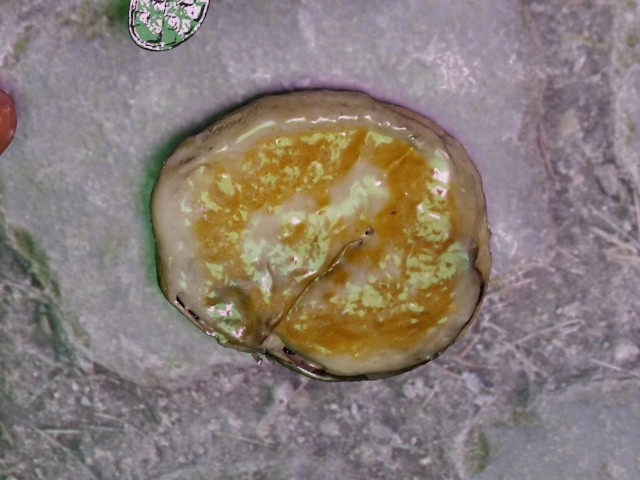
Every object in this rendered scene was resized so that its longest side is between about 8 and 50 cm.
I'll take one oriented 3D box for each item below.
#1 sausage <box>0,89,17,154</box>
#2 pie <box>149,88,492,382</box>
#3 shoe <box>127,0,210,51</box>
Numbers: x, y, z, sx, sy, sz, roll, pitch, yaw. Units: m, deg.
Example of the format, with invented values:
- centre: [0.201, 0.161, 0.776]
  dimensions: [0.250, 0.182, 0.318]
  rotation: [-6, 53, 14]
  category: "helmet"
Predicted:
- centre: [-0.356, -0.073, 1.791]
  dimensions: [0.077, 0.077, 0.194]
  rotation: [35, 117, -17]
  category: "sausage"
- centre: [0.000, 0.000, 1.820]
  dimensions: [0.339, 0.077, 0.339]
  rotation: [2, 118, 5]
  category: "pie"
- centre: [-0.128, -0.258, 1.696]
  dimensions: [0.071, 0.049, 0.179]
  rotation: [10, 101, -10]
  category: "shoe"
